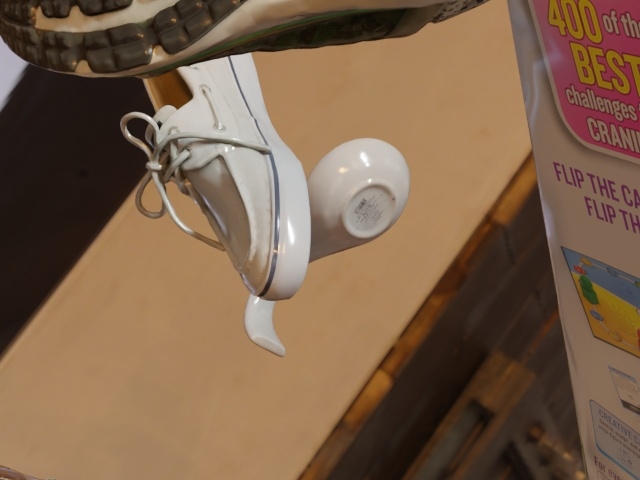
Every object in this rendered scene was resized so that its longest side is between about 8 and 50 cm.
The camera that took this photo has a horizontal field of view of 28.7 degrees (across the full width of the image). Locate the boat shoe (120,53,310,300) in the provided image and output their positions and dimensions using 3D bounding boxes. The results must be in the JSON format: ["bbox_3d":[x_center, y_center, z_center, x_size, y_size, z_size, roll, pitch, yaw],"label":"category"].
[{"bbox_3d":[-0.125,-0.092,1.250,0.156,0.136,0.367,3,49,-27],"label":"boat shoe"}]

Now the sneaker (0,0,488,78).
[{"bbox_3d":[-0.021,-0.170,0.822,0.410,0.158,0.182,-4,-12,20],"label":"sneaker"}]

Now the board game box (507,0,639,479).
[{"bbox_3d":[0.180,0.038,0.446,0.242,0.064,0.317,39,-27,49],"label":"board game box"}]

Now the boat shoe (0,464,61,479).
[{"bbox_3d":[-0.274,0.287,1.253,0.116,0.123,0.324,-10,-24,20],"label":"boat shoe"}]

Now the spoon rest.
[{"bbox_3d":[0.000,0.000,1.461,0.137,0.276,0.084,34,5,-38],"label":"spoon rest"}]
